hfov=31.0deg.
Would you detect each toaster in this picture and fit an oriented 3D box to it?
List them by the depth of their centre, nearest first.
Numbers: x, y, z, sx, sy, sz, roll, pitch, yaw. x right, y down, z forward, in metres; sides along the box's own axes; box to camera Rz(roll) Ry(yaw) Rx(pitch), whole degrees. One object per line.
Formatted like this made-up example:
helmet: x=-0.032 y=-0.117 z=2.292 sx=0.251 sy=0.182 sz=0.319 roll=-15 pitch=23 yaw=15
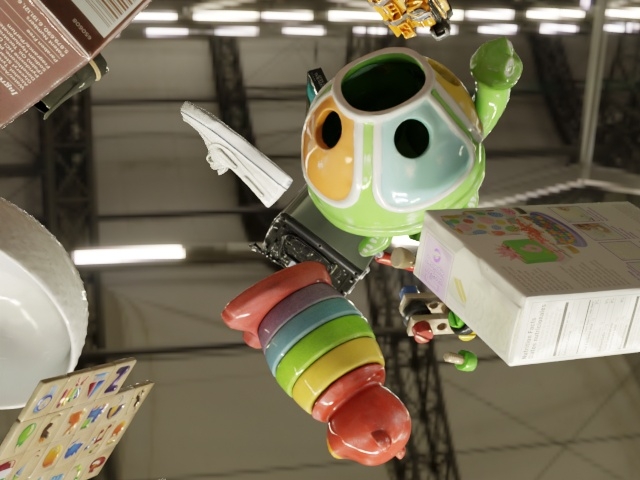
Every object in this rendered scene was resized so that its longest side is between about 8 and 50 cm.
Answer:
toaster: x=0.000 y=0.000 z=1.837 sx=0.185 sy=0.168 sz=0.110 roll=37 pitch=-116 yaw=2

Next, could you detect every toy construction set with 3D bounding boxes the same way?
toy construction set: x=0.278 y=0.079 z=2.133 sx=0.237 sy=0.257 sz=0.309 roll=15 pitch=-171 yaw=-34

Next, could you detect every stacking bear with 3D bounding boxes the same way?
stacking bear: x=0.017 y=0.186 z=1.607 sx=0.164 sy=0.175 sz=0.289 roll=-35 pitch=-114 yaw=-1

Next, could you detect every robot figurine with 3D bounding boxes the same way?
robot figurine: x=0.079 y=-0.368 z=1.390 sx=0.085 sy=0.211 sz=0.291 roll=-24 pitch=-124 yaw=20

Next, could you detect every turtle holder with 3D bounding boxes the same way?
turtle holder: x=0.130 y=-0.145 z=1.589 sx=0.320 sy=0.227 sz=0.243 roll=-7 pitch=-129 yaw=5

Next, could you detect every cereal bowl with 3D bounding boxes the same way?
cereal bowl: x=-0.448 y=0.053 z=1.462 sx=0.339 sy=0.339 sz=0.141 roll=6 pitch=-137 yaw=9

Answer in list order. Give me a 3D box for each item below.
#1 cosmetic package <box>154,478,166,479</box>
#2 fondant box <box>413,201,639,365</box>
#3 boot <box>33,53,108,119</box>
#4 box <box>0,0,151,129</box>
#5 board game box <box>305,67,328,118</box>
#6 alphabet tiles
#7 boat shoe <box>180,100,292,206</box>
cosmetic package: x=-0.300 y=0.465 z=1.560 sx=0.224 sy=0.138 sz=0.224 roll=-10 pitch=-127 yaw=-1
fondant box: x=0.317 y=0.044 z=1.437 sx=0.330 sy=0.096 sz=0.238 roll=-2 pitch=-154 yaw=-25
boot: x=-0.449 y=-0.297 z=1.804 sx=0.198 sy=0.077 sz=0.137 roll=41 pitch=-117 yaw=2
box: x=-0.263 y=-0.222 z=1.002 sx=0.203 sy=0.167 sz=0.168 roll=-24 pitch=-155 yaw=43
board game box: x=0.021 y=-0.166 z=1.843 sx=0.026 sy=0.126 sz=0.186 roll=-17 pitch=-119 yaw=-13
alphabet tiles: x=-0.236 y=0.191 z=1.053 sx=0.009 sy=0.198 sz=0.237 roll=35 pitch=-168 yaw=14
boat shoe: x=-0.176 y=-0.165 z=2.218 sx=0.258 sy=0.084 sz=0.095 roll=39 pitch=-176 yaw=3
